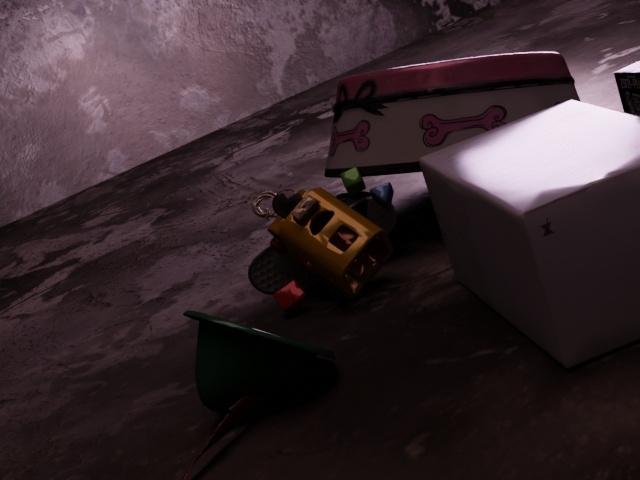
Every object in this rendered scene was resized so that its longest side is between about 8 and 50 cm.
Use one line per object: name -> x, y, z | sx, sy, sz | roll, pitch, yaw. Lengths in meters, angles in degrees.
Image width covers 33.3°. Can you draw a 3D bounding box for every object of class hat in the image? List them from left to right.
hat -> -0.099, 0.185, 1.177 | 0.173, 0.183, 0.208 | 8, -10, 46

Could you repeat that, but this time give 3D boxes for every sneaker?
sneaker -> 0.001, 0.001, 1.553 | 0.226, 0.086, 0.163 | -27, 9, 2

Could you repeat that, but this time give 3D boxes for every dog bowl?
dog bowl -> 0.201, -0.189, 1.611 | 0.408, 0.150, 0.408 | -6, 6, 1

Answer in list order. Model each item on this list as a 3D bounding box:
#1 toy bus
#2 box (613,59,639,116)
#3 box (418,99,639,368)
toy bus -> -0.004, -0.018, 1.407 | 0.202, 0.191, 0.104 | -10, -27, 10
box -> 0.486, -0.166, 1.404 | 0.077, 0.147, 0.180 | -25, 17, -17
box -> 0.272, -0.026, 1.166 | 0.215, 0.168, 0.345 | -21, 16, -5
